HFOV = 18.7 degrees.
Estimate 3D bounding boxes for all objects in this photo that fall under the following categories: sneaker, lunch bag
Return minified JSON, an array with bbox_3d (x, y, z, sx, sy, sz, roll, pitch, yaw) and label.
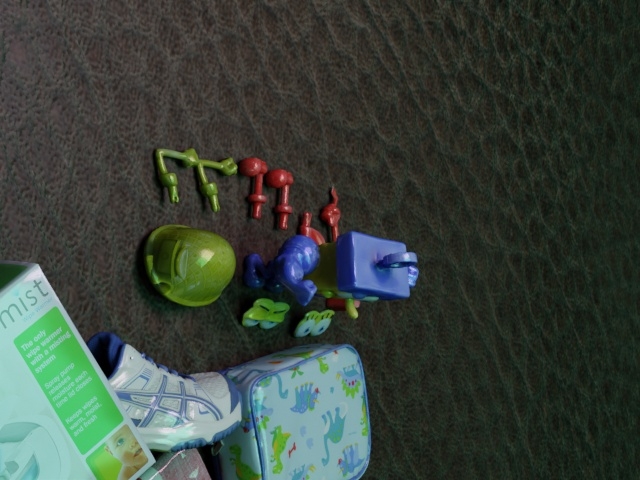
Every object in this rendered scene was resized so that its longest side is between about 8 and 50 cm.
[{"bbox_3d":[-0.186,0.154,1.990,0.296,0.112,0.131,-12,97,-54],"label":"sneaker"},{"bbox_3d":[-0.035,0.216,2.206,0.219,0.090,0.176,-18,102,-52],"label":"lunch bag"}]

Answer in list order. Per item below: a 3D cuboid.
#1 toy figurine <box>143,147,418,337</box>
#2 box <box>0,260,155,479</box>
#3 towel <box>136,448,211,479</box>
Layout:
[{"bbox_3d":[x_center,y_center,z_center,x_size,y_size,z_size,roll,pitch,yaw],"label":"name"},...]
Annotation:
[{"bbox_3d":[0.000,0.000,2.157,0.362,0.217,0.191,16,76,-53],"label":"toy figurine"},{"bbox_3d":[-0.322,0.182,1.739,0.262,0.127,0.231,-40,114,-31],"label":"box"},{"bbox_3d":[-0.192,0.392,2.034,0.329,0.037,0.237,-45,123,-44],"label":"towel"}]
